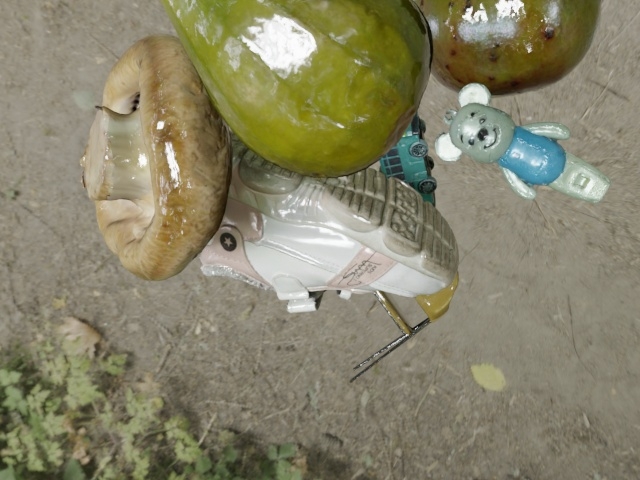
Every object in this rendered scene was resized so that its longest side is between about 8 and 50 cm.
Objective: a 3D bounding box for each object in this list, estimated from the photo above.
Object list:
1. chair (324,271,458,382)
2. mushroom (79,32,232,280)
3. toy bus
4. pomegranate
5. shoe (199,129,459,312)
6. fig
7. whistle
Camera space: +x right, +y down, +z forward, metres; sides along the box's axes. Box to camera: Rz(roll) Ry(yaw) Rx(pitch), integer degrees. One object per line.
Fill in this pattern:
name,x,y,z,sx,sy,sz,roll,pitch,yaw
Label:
chair,0.104,0.098,1.151,0.246,0.172,0.159,-37,88,2
mushroom,-0.178,-0.081,0.744,0.278,0.146,0.278,2,93,57
toy bus,0.140,-0.126,1.142,0.091,0.079,0.160,-10,130,14
pomegranate,0.270,-0.382,1.064,0.290,0.291,0.324,-15,98,17
shoe,0.002,-0.001,0.915,0.350,0.172,0.198,26,118,8
fig,-0.029,-0.108,0.404,0.184,0.133,0.127,17,141,4
whistle,0.271,-0.117,0.924,0.235,0.077,0.114,29,104,9
